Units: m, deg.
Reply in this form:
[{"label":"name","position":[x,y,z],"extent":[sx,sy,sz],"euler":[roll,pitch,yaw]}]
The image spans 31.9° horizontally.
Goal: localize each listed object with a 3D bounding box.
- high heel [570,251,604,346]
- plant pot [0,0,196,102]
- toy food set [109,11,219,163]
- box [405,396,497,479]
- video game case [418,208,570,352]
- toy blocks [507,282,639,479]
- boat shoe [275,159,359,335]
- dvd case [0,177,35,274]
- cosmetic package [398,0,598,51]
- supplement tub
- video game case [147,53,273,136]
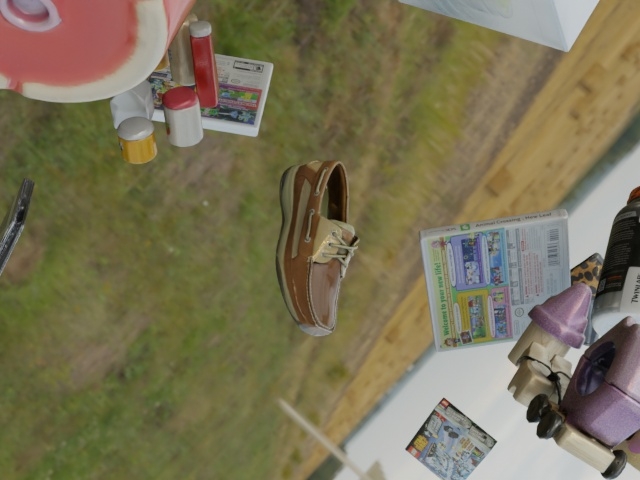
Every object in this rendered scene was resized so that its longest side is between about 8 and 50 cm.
[{"label":"high heel","position":[0.372,0.063,1.926],"extent":[0.093,0.261,0.186],"euler":[-47,147,-44]},{"label":"plant pot","position":[-0.184,-0.253,0.820],"extent":[0.275,0.275,0.243],"euler":[122,-20,-54]},{"label":"toy food set","position":[-0.174,-0.192,1.239],"extent":[0.232,0.111,0.104],"euler":[-86,174,-52]},{"label":"box","position":[0.178,0.283,1.542],"extent":[0.027,0.094,0.137],"euler":[-44,167,-34]},{"label":"video game case","position":[0.240,0.058,1.511],"extent":[0.023,0.193,0.212],"euler":[-93,173,-51]},{"label":"toy blocks","position":[0.335,0.078,0.879],"extent":[0.260,0.309,0.288],"euler":[-57,-169,9]},{"label":"boat shoe","position":[0.000,0.000,1.943],"extent":[0.120,0.324,0.122],"euler":[-18,153,31]},{"label":"dvd case","position":[-0.381,0.048,1.262],"extent":[0.221,0.018,0.164],"euler":[-60,-162,12]},{"label":"cosmetic package","position":[0.170,-0.334,1.149],"extent":[0.138,0.224,0.224],"euler":[-59,148,-13]},{"label":"supplement tub","position":[0.409,0.032,1.382],"extent":[0.117,0.117,0.190],"euler":[114,-5,-67]},{"label":"video game case","position":[-0.192,-0.255,1.892],"extent":[0.023,0.201,0.183],"euler":[100,0,-45]}]
